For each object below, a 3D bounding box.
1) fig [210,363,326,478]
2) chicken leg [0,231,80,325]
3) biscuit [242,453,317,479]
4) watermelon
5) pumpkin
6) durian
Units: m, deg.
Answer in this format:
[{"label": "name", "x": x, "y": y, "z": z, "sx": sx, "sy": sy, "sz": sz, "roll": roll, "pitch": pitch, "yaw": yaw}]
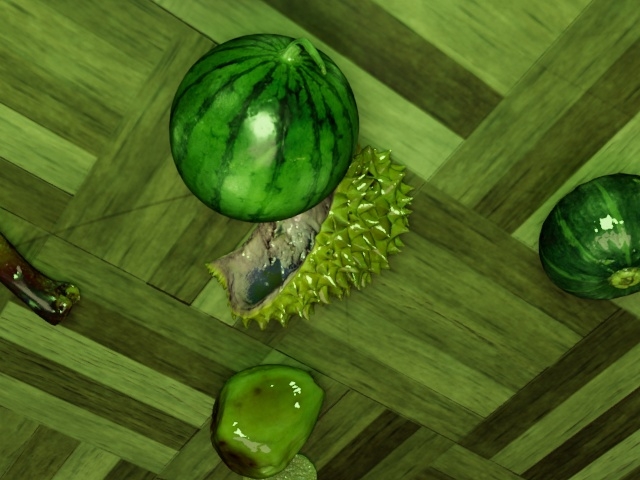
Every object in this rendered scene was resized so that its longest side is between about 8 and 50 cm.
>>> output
[{"label": "fig", "x": -0.074, "y": 0.238, "z": 1.052, "sx": 0.166, "sy": 0.144, "sz": 0.154, "roll": -40, "pitch": 152, "yaw": 2}, {"label": "chicken leg", "x": -0.471, "y": -0.014, "z": 0.909, "sx": 0.407, "sy": 0.095, "sz": 0.158, "roll": 26, "pitch": 125, "yaw": -19}, {"label": "biscuit", "x": -0.064, "y": 0.371, "z": 1.216, "sx": 0.120, "sy": 0.015, "sz": 0.120, "roll": 0, "pitch": 124, "yaw": 1}, {"label": "watermelon", "x": -0.054, "y": -0.120, "z": 0.768, "sx": 0.188, "sy": 0.188, "sz": 0.214, "roll": 11, "pitch": 134, "yaw": -7}, {"label": "pumpkin", "x": 0.333, "y": -0.004, "z": 0.882, "sx": 0.167, "sy": 0.125, "sz": 0.167, "roll": 5, "pitch": 149, "yaw": 3}, {"label": "durian", "x": 0.010, "y": 0.011, "z": 0.913, "sx": 0.187, "sy": 0.153, "sz": 0.260, "roll": 4, "pitch": 137, "yaw": -32}]
